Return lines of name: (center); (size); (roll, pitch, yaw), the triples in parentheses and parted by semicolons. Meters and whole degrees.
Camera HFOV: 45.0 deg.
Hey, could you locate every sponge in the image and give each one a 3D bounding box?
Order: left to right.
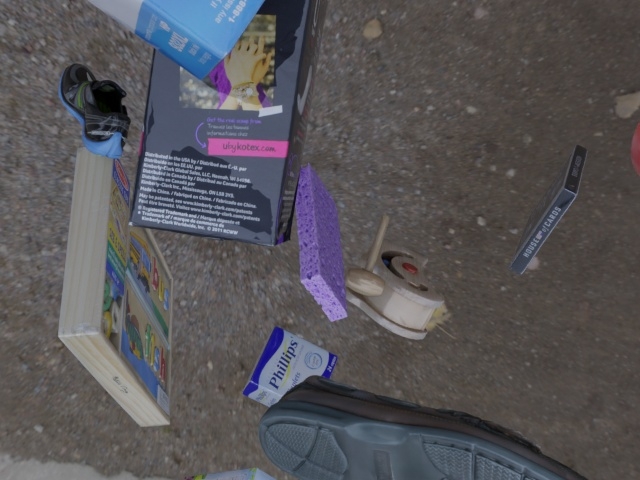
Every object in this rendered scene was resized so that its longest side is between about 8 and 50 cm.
sponge: (0.000, 0.000, 1.134); (0.031, 0.117, 0.210); (-17, 51, 15)

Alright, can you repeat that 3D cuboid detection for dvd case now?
dvd case: (0.414, -0.060, 1.390); (0.030, 0.238, 0.179); (30, 122, 7)

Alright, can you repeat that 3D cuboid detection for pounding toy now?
pounding toy: (0.141, 0.055, 1.283); (0.154, 0.269, 0.155); (28, 109, 8)

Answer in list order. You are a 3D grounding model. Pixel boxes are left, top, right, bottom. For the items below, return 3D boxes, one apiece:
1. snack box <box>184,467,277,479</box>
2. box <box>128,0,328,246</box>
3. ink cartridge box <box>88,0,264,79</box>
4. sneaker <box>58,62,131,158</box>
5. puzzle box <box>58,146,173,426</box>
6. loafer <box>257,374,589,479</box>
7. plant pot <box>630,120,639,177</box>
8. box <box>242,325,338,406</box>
snack box: (-0.118, 0.455, 1.294); (0.174, 0.207, 0.070); (39, 48, -26)
box: (-0.085, -0.138, 0.776); (0.143, 0.165, 0.270); (10, 93, 3)
ink cartridge box: (-0.148, -0.306, 0.579); (0.307, 0.129, 0.223); (34, 86, -15)
sneaker: (-0.284, -0.178, 0.997); (0.067, 0.188, 0.078); (15, 117, -42)
puzzle box: (-0.281, 0.087, 1.129); (0.052, 0.409, 0.272); (-5, 62, -1)
loafer: (0.085, 0.158, 0.598); (0.268, 0.084, 0.096); (11, 122, 21)
plant pot: (0.639, -0.099, 1.137); (0.275, 0.243, 0.275); (-7, 137, -7)
box: (-0.056, 0.252, 1.448); (0.137, 0.072, 0.126); (26, 57, -3)
